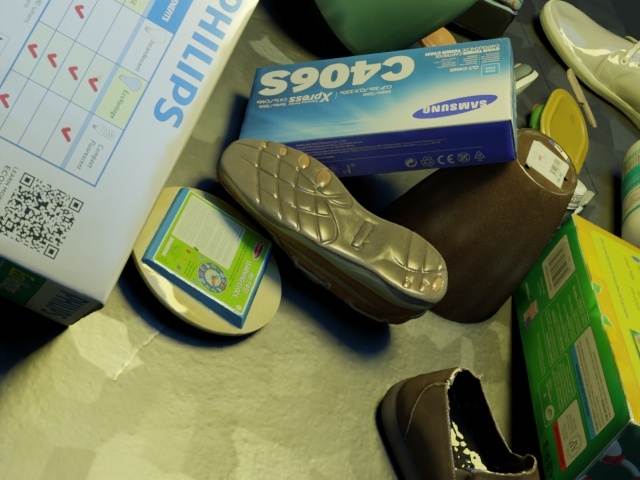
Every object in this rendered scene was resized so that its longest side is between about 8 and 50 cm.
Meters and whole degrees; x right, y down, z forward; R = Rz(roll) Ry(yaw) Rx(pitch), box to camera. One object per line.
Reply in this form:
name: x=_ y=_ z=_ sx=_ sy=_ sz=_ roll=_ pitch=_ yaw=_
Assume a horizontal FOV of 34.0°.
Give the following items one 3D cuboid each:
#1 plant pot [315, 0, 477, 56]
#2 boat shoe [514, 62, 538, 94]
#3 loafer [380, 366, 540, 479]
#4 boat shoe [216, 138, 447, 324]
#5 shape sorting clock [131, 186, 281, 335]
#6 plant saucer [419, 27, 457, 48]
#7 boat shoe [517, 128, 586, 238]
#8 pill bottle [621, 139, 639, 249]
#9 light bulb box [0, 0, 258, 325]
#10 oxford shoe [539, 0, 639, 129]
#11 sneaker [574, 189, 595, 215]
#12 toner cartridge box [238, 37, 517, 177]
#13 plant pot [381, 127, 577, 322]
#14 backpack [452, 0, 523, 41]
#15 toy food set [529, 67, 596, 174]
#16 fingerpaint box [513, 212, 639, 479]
plant pot: x=0.136 y=-0.448 z=1.588 sx=0.293 sy=0.235 sz=0.293 roll=37 pitch=44 yaw=-47
boat shoe: x=0.235 y=-0.236 z=1.656 sx=0.319 sy=0.116 sz=0.099 roll=-32 pitch=82 yaw=-41
loafer: x=0.188 y=0.302 z=1.175 sx=0.133 sy=0.130 sz=0.366 roll=-10 pitch=63 yaw=-40
boat shoe: x=0.000 y=0.000 z=1.299 sx=0.324 sy=0.116 sz=0.123 roll=38 pitch=50 yaw=5
shape sorting clock: x=-0.134 y=0.024 z=1.233 sx=0.206 sy=0.040 sz=0.206 roll=24 pitch=41 yaw=-22
plant saucer: x=0.202 y=-0.344 z=1.792 sx=0.083 sy=0.013 sz=0.084 roll=19 pitch=47 yaw=-22
boat shoe: x=0.307 y=-0.095 z=1.594 sx=0.108 sy=0.102 sz=0.301 roll=14 pitch=23 yaw=-20
pill bottle: x=0.570 y=-0.046 z=1.721 sx=0.146 sy=0.146 sz=0.264 roll=29 pitch=45 yaw=-13
light bulb box: x=-0.312 y=-0.154 z=1.022 sx=0.361 sy=0.225 sz=0.358 roll=29 pitch=72 yaw=-14
oxford shoe: x=0.606 y=-0.314 z=1.977 sx=0.449 sy=0.130 sz=0.169 roll=43 pitch=44 yaw=3
sneaker: x=0.390 y=-0.055 z=1.677 sx=0.058 sy=0.052 sz=0.135 roll=38 pitch=35 yaw=10
toner cartridge box: x=0.077 y=-0.167 z=1.358 sx=0.347 sy=0.075 sz=0.165 roll=-5 pitch=47 yaw=14
plant pot: x=0.232 y=-0.039 z=1.409 sx=0.215 sy=0.230 sz=0.215 roll=20 pitch=47 yaw=-23
backpack: x=0.270 y=-0.457 z=1.858 sx=0.158 sy=0.117 sz=0.173 roll=21 pitch=44 yaw=-22
toy food set: x=0.393 y=-0.183 z=1.770 sx=0.128 sy=0.071 sz=0.218 roll=57 pitch=41 yaw=-20
fingerpaint box: x=0.458 y=0.211 z=1.340 sx=0.371 sy=0.163 sz=0.445 roll=26 pitch=29 yaw=-12
